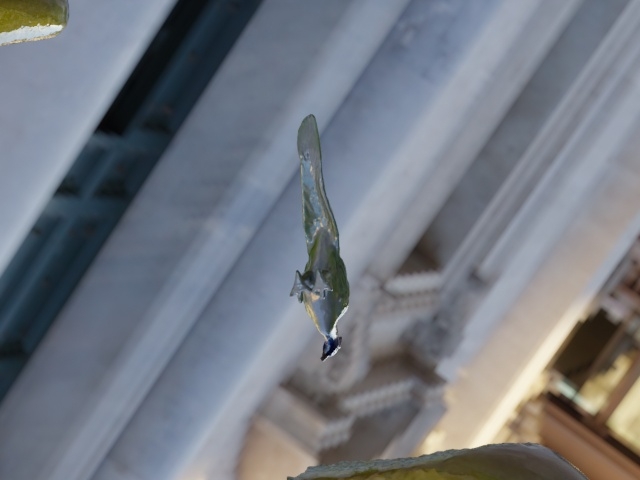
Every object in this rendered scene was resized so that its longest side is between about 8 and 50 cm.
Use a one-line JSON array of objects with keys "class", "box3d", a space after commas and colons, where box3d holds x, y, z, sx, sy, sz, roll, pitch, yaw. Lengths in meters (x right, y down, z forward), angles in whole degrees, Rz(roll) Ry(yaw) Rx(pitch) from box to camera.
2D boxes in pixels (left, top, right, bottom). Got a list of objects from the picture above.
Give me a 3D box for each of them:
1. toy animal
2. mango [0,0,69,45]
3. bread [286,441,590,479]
[{"class": "toy animal", "box3d": [-0.004, 0.007, 1.558, 0.041, 0.217, 0.075, -2, -159, 16]}, {"class": "mango", "box3d": [-0.363, -0.223, 1.666, 0.317, 0.119, 0.176, 4, -173, -34]}, {"class": "bread", "box3d": [0.135, 0.302, 1.604, 0.264, 0.239, 0.395, -7, 171, 17]}]
